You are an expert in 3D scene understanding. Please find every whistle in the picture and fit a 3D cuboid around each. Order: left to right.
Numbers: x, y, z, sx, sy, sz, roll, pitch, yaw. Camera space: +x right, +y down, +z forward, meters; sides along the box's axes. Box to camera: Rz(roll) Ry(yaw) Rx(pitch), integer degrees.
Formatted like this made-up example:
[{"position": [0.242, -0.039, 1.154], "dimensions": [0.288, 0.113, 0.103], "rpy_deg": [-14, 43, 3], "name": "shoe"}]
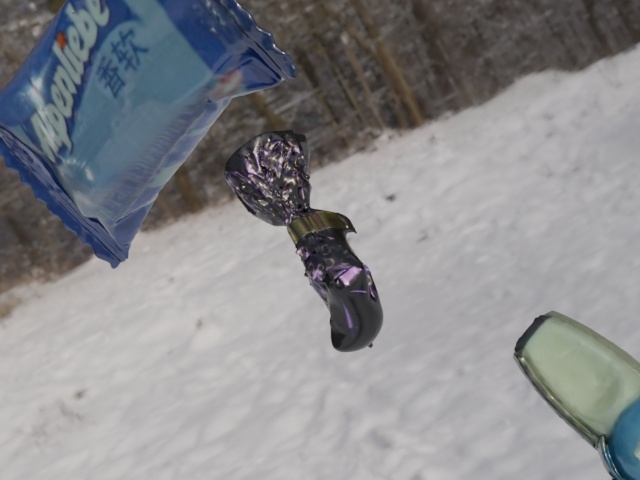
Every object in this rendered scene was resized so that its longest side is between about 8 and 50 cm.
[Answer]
[{"position": [0.197, 0.122, 0.582], "dimensions": [0.114, 0.236, 0.077], "rpy_deg": [-55, -29, 12], "name": "whistle"}]

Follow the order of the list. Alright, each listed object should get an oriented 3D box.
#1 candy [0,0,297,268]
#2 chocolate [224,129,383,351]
[{"position": [-0.158, -0.108, 0.884], "dimensions": [0.331, 0.187, 0.077], "rpy_deg": [-42, 0, 42], "name": "candy"}, {"position": [-0.001, -0.001, 0.727], "dimensions": [0.070, 0.147, 0.072], "rpy_deg": [-37, -16, -2], "name": "chocolate"}]
